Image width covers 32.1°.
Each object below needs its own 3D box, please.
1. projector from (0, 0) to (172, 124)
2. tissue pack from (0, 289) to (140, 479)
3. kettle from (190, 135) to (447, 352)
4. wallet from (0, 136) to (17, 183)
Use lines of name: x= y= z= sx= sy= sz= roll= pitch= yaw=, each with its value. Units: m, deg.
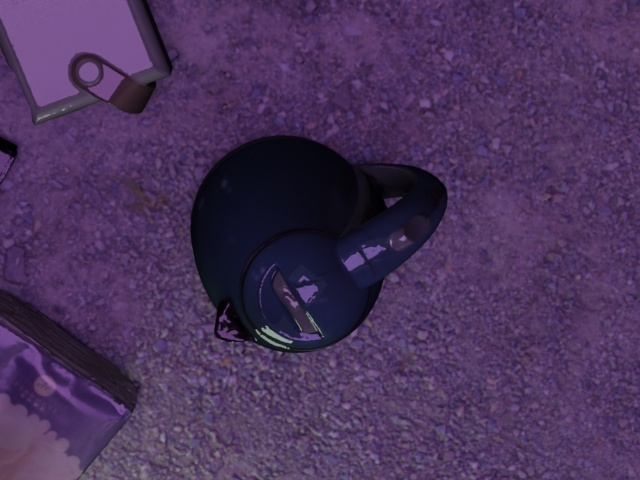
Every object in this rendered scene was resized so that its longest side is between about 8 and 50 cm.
projector: x=-0.291 y=-0.256 z=1.335 sx=0.177 sy=0.163 sz=0.242 roll=-21 pitch=105 yaw=0
tissue pack: x=-0.439 y=0.269 z=1.481 sx=0.242 sy=0.125 sz=0.343 roll=38 pitch=98 yaw=-16
kettle: x=0.000 y=0.000 z=1.354 sx=0.319 sy=0.342 sz=0.247 roll=-33 pitch=107 yaw=2
wallet: x=-0.558 y=-0.124 z=1.396 sx=0.318 sy=0.045 sz=0.172 roll=29 pitch=97 yaw=-14
